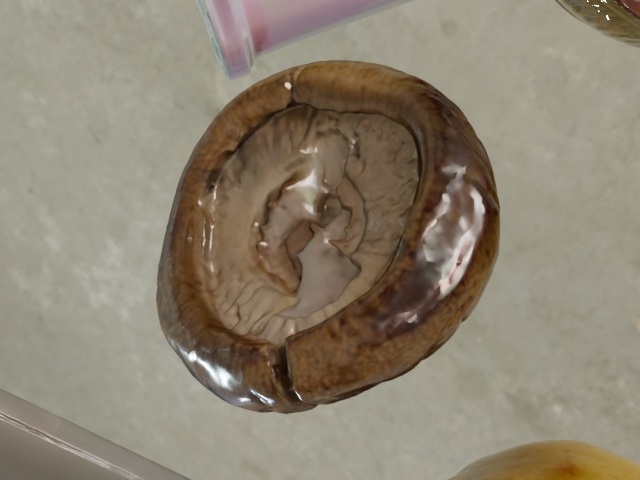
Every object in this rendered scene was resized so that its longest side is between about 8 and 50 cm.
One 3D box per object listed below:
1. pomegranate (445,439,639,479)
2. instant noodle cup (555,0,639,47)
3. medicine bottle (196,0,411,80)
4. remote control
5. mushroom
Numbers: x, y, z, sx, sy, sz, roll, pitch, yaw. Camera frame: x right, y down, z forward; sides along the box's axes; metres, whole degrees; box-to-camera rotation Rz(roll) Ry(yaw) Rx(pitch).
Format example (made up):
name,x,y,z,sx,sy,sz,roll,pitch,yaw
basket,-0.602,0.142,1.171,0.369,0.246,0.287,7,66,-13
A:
name,x,y,z,sx,sy,sz,roll,pitch,yaw
pomegranate,0.156,0.281,0.781,0.307,0.307,0.307,28,139,28
instant noodle cup,0.246,-0.248,0.938,0.274,0.274,0.091,50,140,2
medicine bottle,0.130,-0.210,0.631,0.108,0.426,0.108,159,90,-86
remote control,-0.112,0.149,0.634,0.245,0.022,0.077,29,124,-15
mushroom,0.000,0.000,0.358,0.123,0.123,0.052,12,166,41
